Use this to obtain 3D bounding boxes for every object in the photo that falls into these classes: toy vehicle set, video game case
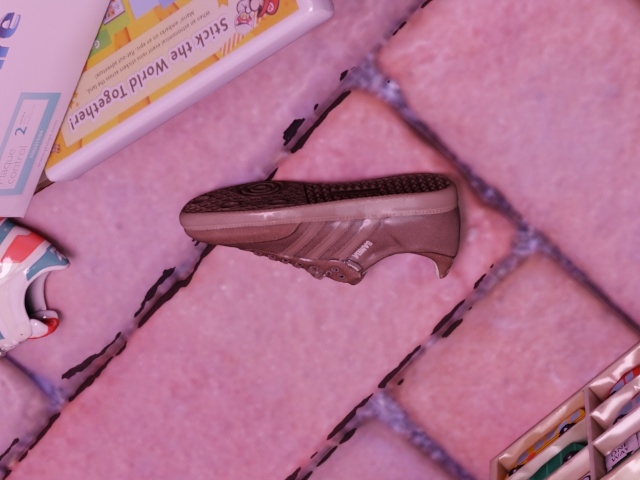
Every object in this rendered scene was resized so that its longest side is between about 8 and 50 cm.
[{"bbox_3d":[0.219,0.112,1.246,0.267,0.166,0.035,-41,101,16],"label":"toy vehicle set"},{"bbox_3d":[-0.111,-0.173,1.119,0.227,0.026,0.206,-28,75,34],"label":"video game case"}]

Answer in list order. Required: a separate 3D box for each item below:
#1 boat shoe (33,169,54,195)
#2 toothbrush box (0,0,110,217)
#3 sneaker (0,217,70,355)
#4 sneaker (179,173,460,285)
[{"bbox_3d":[-0.204,-0.090,1.242,0.341,0.121,0.110,-35,103,16],"label":"boat shoe"},{"bbox_3d":[-0.273,-0.175,1.146,0.295,0.126,0.216,35,112,31],"label":"toothbrush box"},{"bbox_3d":[-0.227,0.064,1.329,0.075,0.057,0.161,26,106,2],"label":"sneaker"},{"bbox_3d":[0.000,0.000,1.282,0.188,0.066,0.071,-3,109,7],"label":"sneaker"}]
